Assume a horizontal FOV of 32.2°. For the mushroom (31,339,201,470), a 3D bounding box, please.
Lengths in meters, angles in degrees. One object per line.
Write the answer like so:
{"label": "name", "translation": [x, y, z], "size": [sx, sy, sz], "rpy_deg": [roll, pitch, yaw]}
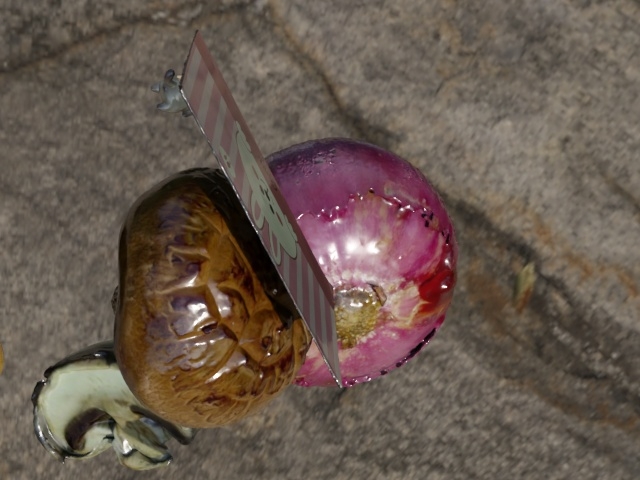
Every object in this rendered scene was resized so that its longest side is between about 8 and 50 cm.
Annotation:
{"label": "mushroom", "translation": [-0.336, 0.279, 1.900], "size": [0.247, 0.344, 0.130], "rpy_deg": [57, 37, -10]}

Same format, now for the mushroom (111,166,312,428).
{"label": "mushroom", "translation": [-0.101, 0.055, 1.069], "size": [0.253, 0.153, 0.253], "rpy_deg": [14, 73, -54]}

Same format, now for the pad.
{"label": "pad", "translation": [-0.047, -0.034, 0.990], "size": [0.005, 0.300, 0.202], "rpy_deg": [-24, 22, 8]}

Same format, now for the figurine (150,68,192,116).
{"label": "figurine", "translation": [-0.143, -0.168, 1.235], "size": [0.083, 0.050, 0.047], "rpy_deg": [-4, 63, -40]}

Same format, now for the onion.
{"label": "onion", "translation": [-0.001, 0.014, 1.521], "size": [0.358, 0.358, 0.345], "rpy_deg": [-16, 55, -25]}

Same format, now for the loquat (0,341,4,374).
{"label": "loquat", "translation": [-0.633, 0.200, 1.849], "size": [0.208, 0.208, 0.208], "rpy_deg": [8, 57, -12]}
